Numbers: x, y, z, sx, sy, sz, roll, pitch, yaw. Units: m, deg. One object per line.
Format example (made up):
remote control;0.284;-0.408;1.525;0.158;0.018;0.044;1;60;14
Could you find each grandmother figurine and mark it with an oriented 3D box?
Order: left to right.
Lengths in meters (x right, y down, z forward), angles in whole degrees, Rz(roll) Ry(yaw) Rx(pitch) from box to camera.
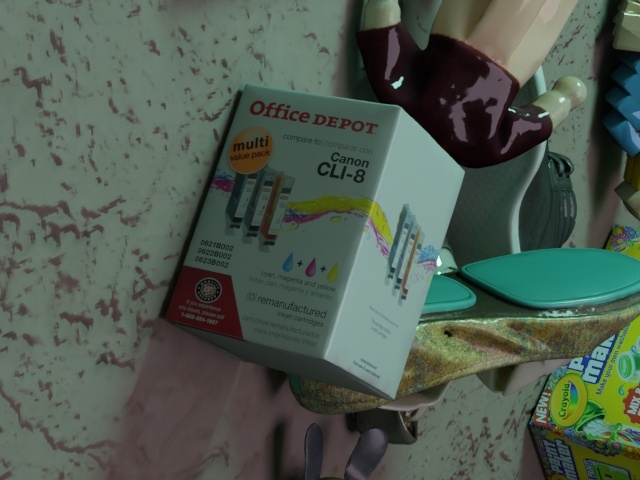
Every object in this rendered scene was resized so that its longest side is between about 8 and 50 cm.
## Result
grandmother figurine;0.118;-0.139;1.159;0.342;0.207;0.104;-63;-168;-1

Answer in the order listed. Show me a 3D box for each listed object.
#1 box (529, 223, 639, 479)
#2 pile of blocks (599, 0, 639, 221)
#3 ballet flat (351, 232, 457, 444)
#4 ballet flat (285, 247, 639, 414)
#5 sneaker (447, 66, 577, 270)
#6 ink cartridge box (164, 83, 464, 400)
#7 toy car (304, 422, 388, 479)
box;0.430;0.169;1.716;0.290;0.279;0.177;-62;148;-28
pile of blocks;0.370;-0.206;1.670;0.113;0.148;0.362;-119;-140;-66
ballet flat;0.088;0.072;1.279;0.072;0.068;0.213;34;71;-60
ballet flat;0.120;0.076;1.204;0.348;0.123;0.123;-5;107;-33
sneaker;0.169;-0.077;1.341;0.147;0.104;0.296;-48;144;-48
ink cartridge box;0.000;0.000;1.027;0.127;0.128;0.176;38;67;-59
toy car;0.021;0.238;1.166;0.155;0.149;0.188;14;77;-51
